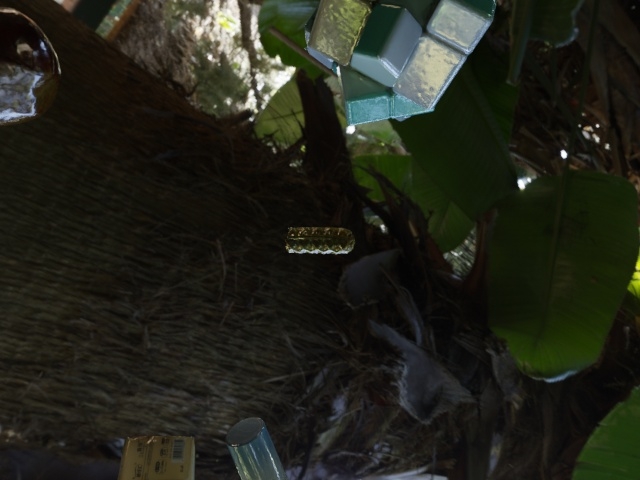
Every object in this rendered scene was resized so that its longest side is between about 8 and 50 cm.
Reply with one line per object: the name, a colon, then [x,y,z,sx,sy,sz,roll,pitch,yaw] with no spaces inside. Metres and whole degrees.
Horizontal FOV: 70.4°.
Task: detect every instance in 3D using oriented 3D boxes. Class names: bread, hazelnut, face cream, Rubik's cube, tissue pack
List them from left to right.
hazelnut: [-0.640,-0.340,0.907,0.233,0.218,0.218,-33,-146,-3]
tissue pack: [-0.406,0.604,1.119,0.222,0.186,0.090,-103,-156,-45]
face cream: [-0.097,0.452,0.838,0.077,0.250,0.077,-16,-164,5]
bread: [0.000,0.001,1.749,0.269,0.087,0.098,1,-133,8]
Rubik's cube: [0.086,-0.274,0.560,0.265,0.224,0.213,-56,-174,8]
